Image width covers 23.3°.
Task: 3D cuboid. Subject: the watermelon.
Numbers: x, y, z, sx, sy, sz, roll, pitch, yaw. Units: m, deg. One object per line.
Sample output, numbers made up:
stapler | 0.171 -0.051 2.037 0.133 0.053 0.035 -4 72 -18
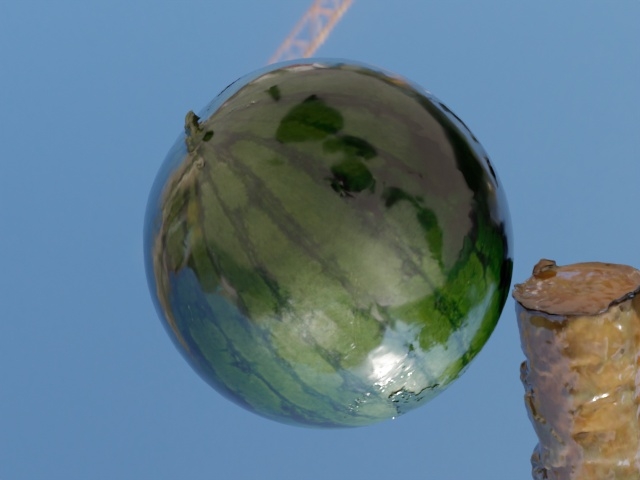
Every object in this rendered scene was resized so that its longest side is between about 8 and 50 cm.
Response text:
watermelon | 0.003 0.003 1.005 0.242 0.242 0.242 3 -133 -3

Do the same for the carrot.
carrot | 0.192 0.147 1.086 0.101 0.263 0.102 -7 -165 2
